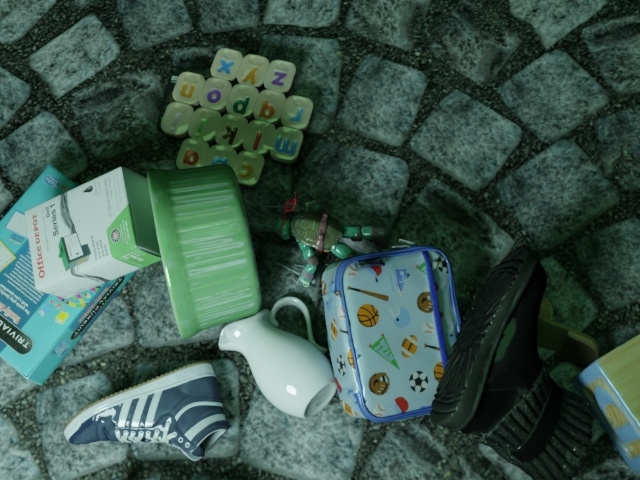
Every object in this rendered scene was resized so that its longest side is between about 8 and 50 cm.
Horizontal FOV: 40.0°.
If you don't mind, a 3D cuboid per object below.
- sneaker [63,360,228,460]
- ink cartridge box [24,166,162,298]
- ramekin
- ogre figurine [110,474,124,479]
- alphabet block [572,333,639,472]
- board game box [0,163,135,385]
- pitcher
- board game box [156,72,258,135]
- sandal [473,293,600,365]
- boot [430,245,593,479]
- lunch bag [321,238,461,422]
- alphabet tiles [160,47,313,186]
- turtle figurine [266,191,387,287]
[{"bbox_3d":[-0.299,0.334,1.540,0.282,0.099,0.153,-23,69,-7],"label":"sneaker"},{"bbox_3d":[-0.402,-0.010,1.548,0.219,0.092,0.160,-22,69,18],"label":"ink cartridge box"},{"bbox_3d":[-0.201,0.010,1.544,0.148,0.303,0.303,-12,71,-8],"label":"ramekin"},{"bbox_3d":[-0.339,0.487,1.479,0.097,0.197,0.118,-15,28,-37],"label":"ogre figurine"},{"bbox_3d":[0.569,0.249,1.458,0.197,0.192,0.193,-29,74,-7],"label":"alphabet block"},{"bbox_3d":[-0.519,0.061,1.659,0.254,0.079,0.336,34,77,15],"label":"board game box"},{"bbox_3d":[-0.051,0.201,1.565,0.178,0.125,0.207,-37,61,-24],"label":"pitcher"},{"bbox_3d":[-0.228,-0.268,1.777,0.186,0.026,0.126,9,73,7],"label":"board game box"},{"bbox_3d":[0.390,0.138,1.582,0.240,0.088,0.079,27,44,5],"label":"sandal"},{"bbox_3d":[0.357,0.211,1.470,0.260,0.131,0.347,28,81,-12],"label":"boot"},{"bbox_3d":[0.136,0.151,1.515,0.243,0.115,0.303,-6,84,-20],"label":"lunch bag"},{"bbox_3d":[-0.164,-0.245,1.739,0.284,0.021,0.277,14,73,8],"label":"alphabet tiles"},{"bbox_3d":[0.000,0.000,1.628,0.234,0.118,0.175,13,73,3],"label":"turtle figurine"}]
